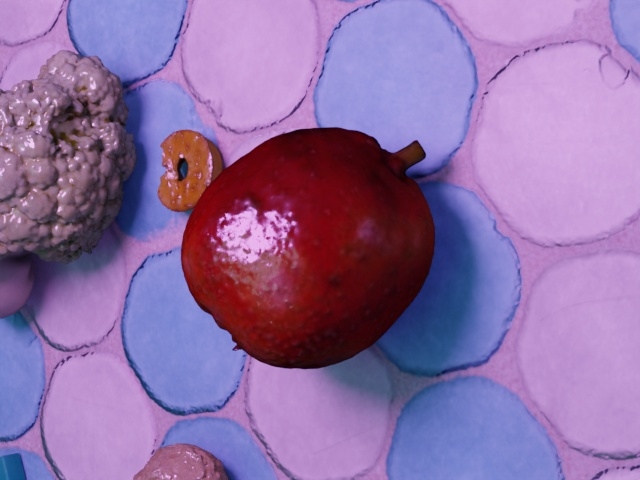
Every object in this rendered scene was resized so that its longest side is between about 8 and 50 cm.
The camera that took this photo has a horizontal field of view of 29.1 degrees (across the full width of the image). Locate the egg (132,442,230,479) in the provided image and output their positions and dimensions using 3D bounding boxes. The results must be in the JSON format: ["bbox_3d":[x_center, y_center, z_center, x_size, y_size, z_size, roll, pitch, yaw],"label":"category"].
[{"bbox_3d":[-0.173,0.320,1.573,0.140,0.116,0.118,34,81,29],"label":"egg"}]

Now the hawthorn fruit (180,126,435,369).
[{"bbox_3d":[0.000,0.000,1.379,0.307,0.265,0.265,-37,69,6],"label":"hawthorn fruit"}]

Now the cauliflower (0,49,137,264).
[{"bbox_3d":[-0.402,-0.112,1.641,0.281,0.260,0.327,29,79,28],"label":"cauliflower"}]

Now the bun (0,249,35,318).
[{"bbox_3d":[-0.474,0.024,1.765,0.120,0.173,0.173,-42,62,-12],"label":"bun"}]

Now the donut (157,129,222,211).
[{"bbox_3d":[-0.167,-0.090,1.609,0.097,0.043,0.108,12,96,35],"label":"donut"}]

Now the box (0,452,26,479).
[{"bbox_3d":[-0.519,0.428,1.859,0.226,0.042,0.161,-24,76,32],"label":"box"}]
